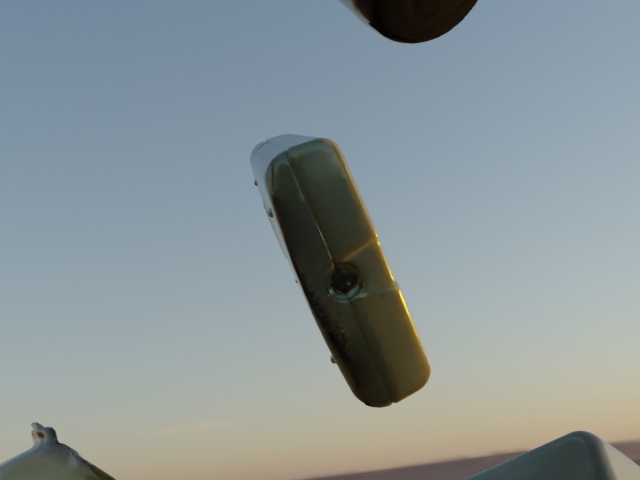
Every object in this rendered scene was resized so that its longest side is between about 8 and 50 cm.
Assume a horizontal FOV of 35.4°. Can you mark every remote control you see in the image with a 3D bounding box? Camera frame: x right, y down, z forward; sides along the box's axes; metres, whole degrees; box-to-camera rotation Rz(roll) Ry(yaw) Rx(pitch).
[{"bbox_3d":[0.000,0.000,0.453,0.038,0.098,0.233,-24,8,-1],"label":"remote control"}]

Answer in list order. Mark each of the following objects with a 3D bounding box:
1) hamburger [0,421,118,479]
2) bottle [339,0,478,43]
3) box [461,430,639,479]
[{"bbox_3d":[-0.074,0.185,0.353,0.149,0.237,0.237,-48,2,-24],"label":"hamburger"},{"bbox_3d":[-0.022,-0.179,0.446,0.072,0.244,0.082,-38,-28,-6],"label":"bottle"},{"bbox_3d":[0.147,0.197,0.659,0.172,0.093,0.124,-29,-41,22],"label":"box"}]
